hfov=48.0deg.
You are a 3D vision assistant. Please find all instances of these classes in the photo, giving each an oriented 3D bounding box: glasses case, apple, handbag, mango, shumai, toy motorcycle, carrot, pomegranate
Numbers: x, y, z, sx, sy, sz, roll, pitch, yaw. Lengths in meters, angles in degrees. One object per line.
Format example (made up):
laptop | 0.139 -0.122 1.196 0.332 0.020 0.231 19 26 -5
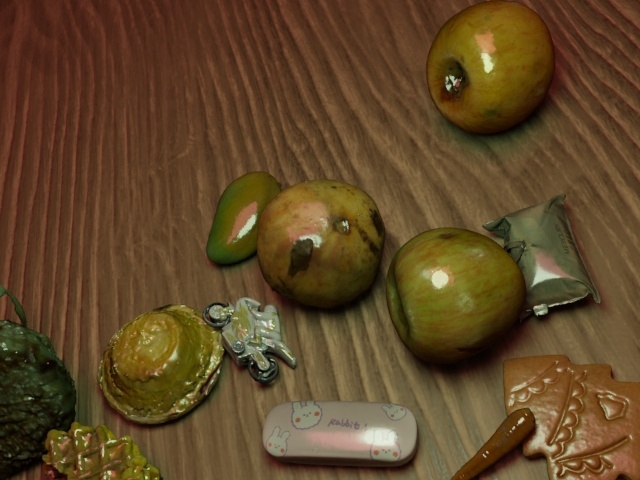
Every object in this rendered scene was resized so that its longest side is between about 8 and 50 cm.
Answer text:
glasses case | 0.035 0.362 1.350 0.297 0.075 0.113 -2 53 14
apple | 0.256 0.099 1.368 0.265 0.264 0.264 -8 53 11
handbag | 0.438 0.032 1.446 0.183 0.117 0.270 -17 53 15
apple | 0.400 -0.403 1.669 0.275 0.298 0.299 -15 46 -30
mango | -0.180 -0.054 1.690 0.157 0.114 0.251 15 60 18
shumai | -0.704 0.281 1.517 0.395 0.395 0.348 -24 31 -1
toy motorcycle | -0.140 0.195 1.520 0.151 0.074 0.229 -31 60 -29
carrot | 0.295 0.375 1.263 0.216 0.048 0.048 -45 53 5
pomegranate | 0.000 0.000 1.509 0.282 0.281 0.281 -8 53 11

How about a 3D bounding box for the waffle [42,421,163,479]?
waffle | -0.434 0.513 1.339 0.261 0.151 0.324 -2 58 10

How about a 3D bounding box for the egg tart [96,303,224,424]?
egg tart | -0.348 0.244 1.527 0.295 0.116 0.294 -8 51 11

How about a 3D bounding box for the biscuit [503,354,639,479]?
biscuit | 0.447 0.309 1.282 0.284 0.043 0.306 -43 55 -14
